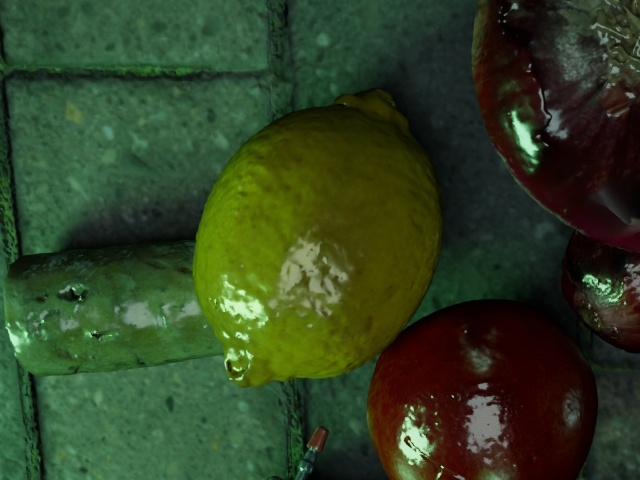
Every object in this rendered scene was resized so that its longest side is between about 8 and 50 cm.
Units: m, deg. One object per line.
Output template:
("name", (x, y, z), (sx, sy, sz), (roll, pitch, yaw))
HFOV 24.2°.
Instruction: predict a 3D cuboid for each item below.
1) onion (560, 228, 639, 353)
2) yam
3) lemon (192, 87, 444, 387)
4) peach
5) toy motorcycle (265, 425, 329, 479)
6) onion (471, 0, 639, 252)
("onion", (0.247, 0.026, 1.149), (0.131, 0.131, 0.131), (4, 109, 12))
("yam", (-0.160, 0.055, 1.260), (0.194, 0.107, 0.107), (-7, 106, 14))
("lemon", (0.000, 0.000, 1.154), (0.188, 0.188, 0.257), (28, 84, 3))
("peach", (0.127, 0.131, 1.168), (0.197, 0.197, 0.197), (4, 109, 12))
("toy motorcycle", (0.047, 0.280, 1.269), (0.272, 0.123, 0.182), (23, 77, 16))
("onion", (0.232, -0.123, 1.086), (0.272, 0.195, 0.272), (0, 88, -12))
